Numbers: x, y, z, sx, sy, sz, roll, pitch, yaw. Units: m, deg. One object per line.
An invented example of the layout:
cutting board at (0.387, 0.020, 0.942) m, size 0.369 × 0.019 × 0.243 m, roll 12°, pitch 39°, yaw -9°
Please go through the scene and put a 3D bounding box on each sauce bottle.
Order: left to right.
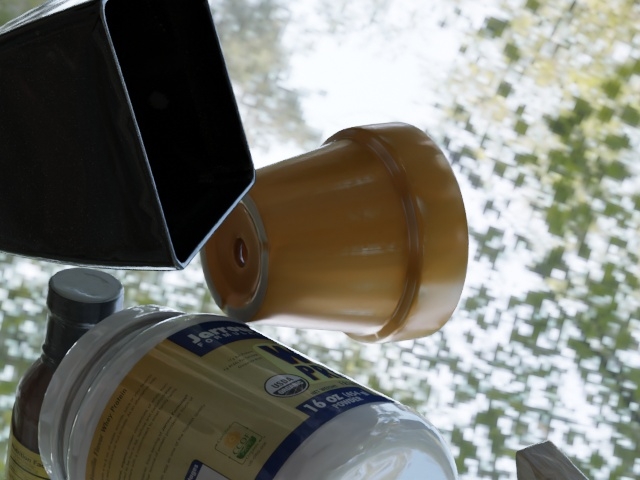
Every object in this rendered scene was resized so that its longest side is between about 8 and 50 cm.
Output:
sauce bottle at (-0.241, 0.191, 1.577) m, size 0.111 × 0.111 × 0.344 m, roll 38°, pitch -56°, yaw 44°

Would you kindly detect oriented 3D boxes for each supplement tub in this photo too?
supplement tub at (-0.067, 0.194, 1.380) m, size 0.316 × 0.228 × 0.228 m, roll 24°, pitch -84°, yaw 41°

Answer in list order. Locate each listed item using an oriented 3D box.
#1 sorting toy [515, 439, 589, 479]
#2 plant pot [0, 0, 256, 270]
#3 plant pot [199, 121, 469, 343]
sorting toy at (0.163, 0.296, 0.980) m, size 0.257 × 0.089 × 0.255 m, roll -132°, pitch -150°, yaw -58°
plant pot at (-0.169, -0.084, 1.165) m, size 0.167 × 0.188 × 0.187 m, roll -10°, pitch -71°, yaw 18°
plant pot at (0.000, 0.000, 1.504) m, size 0.205 × 0.188 × 0.205 m, roll 17°, pitch -69°, yaw 57°
